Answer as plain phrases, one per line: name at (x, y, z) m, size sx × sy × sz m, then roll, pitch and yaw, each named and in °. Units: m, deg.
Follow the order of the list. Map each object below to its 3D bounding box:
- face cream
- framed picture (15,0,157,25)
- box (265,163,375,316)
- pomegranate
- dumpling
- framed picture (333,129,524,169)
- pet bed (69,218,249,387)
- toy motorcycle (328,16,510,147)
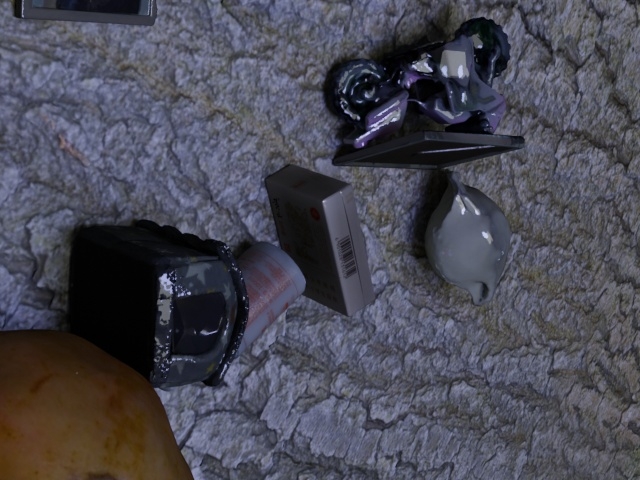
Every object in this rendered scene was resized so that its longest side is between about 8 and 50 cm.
face cream at (-0.136, 0.115, 1.442) m, size 0.251 × 0.101 × 0.101 m, roll -45°, pitch 132°, yaw -27°
framed picture at (-0.261, -0.386, 1.199) m, size 0.192 × 0.018 × 0.265 m, roll -9°, pitch 110°, yaw -46°
box at (0.000, 0.000, 1.516) m, size 0.058 × 0.141 × 0.201 m, roll -32°, pitch 123°, yaw -29°
pomegranate at (-0.323, 0.299, 1.108) m, size 0.412 × 0.412 × 0.411 m, roll -18°, pitch 116°, yaw -42°
dumpling at (0.252, -0.010, 1.785) m, size 0.193 × 0.147 × 0.258 m, roll -74°, pitch 149°, yaw -68°
framed picture at (0.173, -0.136, 1.622) m, size 0.260 × 0.189 × 0.023 m, roll -3°, pitch 83°, yaw -45°
pet bed at (-0.193, 0.077, 1.285) m, size 0.159 × 0.211 × 0.183 m, roll -6°, pitch 105°, yaw -43°
toy motorcycle at (0.170, -0.222, 1.604) m, size 0.327 × 0.143 × 0.188 m, roll -23°, pitch 105°, yaw -23°
